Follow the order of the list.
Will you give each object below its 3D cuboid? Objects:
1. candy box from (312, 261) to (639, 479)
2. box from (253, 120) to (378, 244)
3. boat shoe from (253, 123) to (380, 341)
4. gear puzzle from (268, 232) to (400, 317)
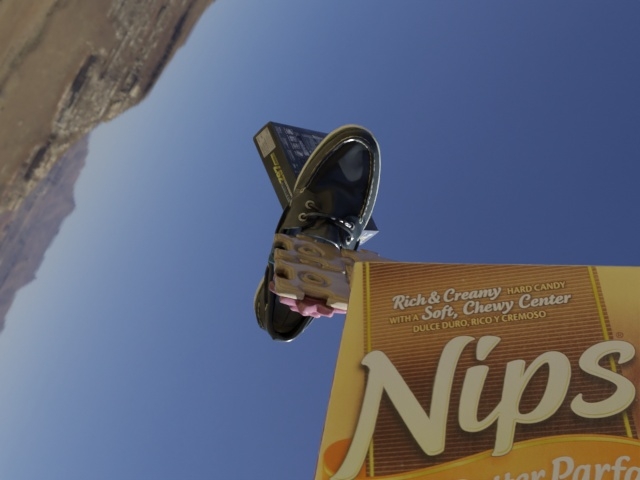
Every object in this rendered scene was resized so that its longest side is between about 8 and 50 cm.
[{"bbox_3d":[0.163,0.111,0.392,0.317,0.087,0.182,0,-122,21],"label":"candy box"},{"bbox_3d":[-0.008,-0.103,1.246,0.059,0.183,0.232,-38,-114,34],"label":"box"},{"bbox_3d":[-0.004,-0.001,0.968,0.340,0.127,0.113,-59,-167,13],"label":"boat shoe"},{"bbox_3d":[0.106,0.071,0.740,0.175,0.339,0.044,-104,-151,-69],"label":"gear puzzle"}]
